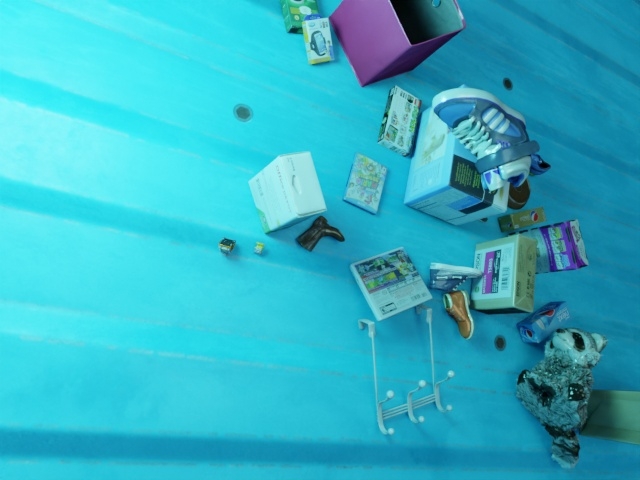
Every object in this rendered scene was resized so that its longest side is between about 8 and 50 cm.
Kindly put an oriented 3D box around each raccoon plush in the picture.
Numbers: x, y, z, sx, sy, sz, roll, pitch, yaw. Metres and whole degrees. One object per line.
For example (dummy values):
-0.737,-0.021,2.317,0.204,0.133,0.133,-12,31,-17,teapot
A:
0.831,0.502,1.564,0.299,0.216,0.446,-34,126,-30,raccoon plush

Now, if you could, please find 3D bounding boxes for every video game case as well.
0.207,0.123,1.352,0.201,0.023,0.183,-17,69,-28,video game case
0.138,-0.175,1.409,0.119,0.015,0.166,23,71,-22,video game case

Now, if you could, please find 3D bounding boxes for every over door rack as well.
0.255,0.361,1.316,0.240,0.108,0.324,-7,84,-29,over door rack

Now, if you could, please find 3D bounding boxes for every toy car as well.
-0.203,0.025,1.177,0.122,0.060,0.040,11,107,-18,toy car

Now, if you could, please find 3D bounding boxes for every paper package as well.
1.121,0.608,1.595,0.325,0.309,0.168,10,72,-26,paper package

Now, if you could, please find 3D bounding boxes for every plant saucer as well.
0.721,-0.199,1.703,0.169,0.029,0.168,5,79,-25,plant saucer

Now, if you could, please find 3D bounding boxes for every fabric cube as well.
0.231,-0.668,1.412,0.259,0.258,0.254,-29,93,-28,fabric cube

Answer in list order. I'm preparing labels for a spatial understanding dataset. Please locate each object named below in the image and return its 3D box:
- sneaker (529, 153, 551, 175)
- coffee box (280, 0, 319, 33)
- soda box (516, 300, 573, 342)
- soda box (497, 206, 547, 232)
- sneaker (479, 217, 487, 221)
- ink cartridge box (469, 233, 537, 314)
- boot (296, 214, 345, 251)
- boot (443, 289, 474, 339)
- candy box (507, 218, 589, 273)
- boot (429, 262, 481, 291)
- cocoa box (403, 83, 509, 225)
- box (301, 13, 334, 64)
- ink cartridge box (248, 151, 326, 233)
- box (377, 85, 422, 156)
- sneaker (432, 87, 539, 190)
0.771,-0.314,1.721,0.209,0.082,0.069,27,71,-19,sneaker
-0.065,-0.718,1.392,0.113,0.040,0.184,-10,86,-30,coffee box
0.794,0.287,1.627,0.210,0.067,0.071,-21,91,-29,soda box
0.732,-0.077,1.666,0.181,0.061,0.058,-11,85,-28,soda box
0.556,-0.098,1.595,0.083,0.035,0.031,48,65,-12,sneaker
0.586,0.114,1.481,0.088,0.193,0.234,16,73,-21,ink cartridge box
0.000,0.000,1.292,0.106,0.037,0.114,41,61,0,boot
0.435,0.238,1.462,0.085,0.059,0.157,-1,73,-24,boot
0.769,0.029,1.568,0.071,0.233,0.159,-10,86,-28,candy box
0.431,0.125,1.479,0.190,0.069,0.086,8,84,-17,boot
0.439,-0.258,1.454,0.228,0.231,0.347,19,73,-20,cocoa box
-0.007,-0.605,1.379,0.081,0.028,0.136,-23,117,-27,box
-0.089,-0.117,1.169,0.093,0.212,0.154,-16,88,-29,ink cartridge box
0.259,-0.388,1.498,0.114,0.036,0.206,22,71,-22,box
0.448,-0.259,1.255,0.323,0.130,0.236,12,71,-26,sneaker
